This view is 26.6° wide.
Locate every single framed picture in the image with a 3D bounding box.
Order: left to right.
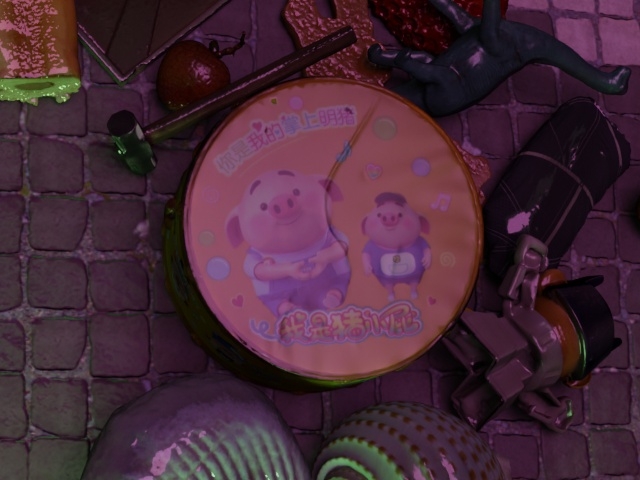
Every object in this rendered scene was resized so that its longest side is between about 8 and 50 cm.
[{"bbox_3d":[-0.253,-0.387,1.972,0.289,0.020,0.211,-43,93,-23],"label":"framed picture"}]

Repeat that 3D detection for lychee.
[{"bbox_3d":[-0.167,-0.236,1.914,0.140,0.114,0.101,-20,112,-6],"label":"lychee"}]

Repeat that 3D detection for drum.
[{"bbox_3d":[0.000,0.000,1.849,0.431,0.214,0.431,3,77,-15],"label":"drum"}]

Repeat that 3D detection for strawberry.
[{"bbox_3d":[0.182,-0.374,2.066,0.237,0.111,0.190,21,74,-12],"label":"strawberry"}]

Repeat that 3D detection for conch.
[{"bbox_3d":[0.148,0.365,1.830,0.319,0.215,0.302,-5,89,-19],"label":"conch"}]

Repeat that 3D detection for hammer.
[{"bbox_3d":[-0.117,-0.207,1.866,0.365,0.111,0.043,-27,63,-3],"label":"hammer"}]

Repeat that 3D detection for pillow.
[{"bbox_3d":[0.354,-0.070,2.061,0.161,0.092,0.335,42,69,-11],"label":"pillow"}]

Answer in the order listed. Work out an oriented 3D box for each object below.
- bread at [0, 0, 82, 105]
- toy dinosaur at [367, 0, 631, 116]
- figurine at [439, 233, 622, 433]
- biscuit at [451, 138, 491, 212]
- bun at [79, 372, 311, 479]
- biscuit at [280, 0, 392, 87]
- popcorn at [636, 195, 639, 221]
[{"bbox_3d":[-0.401,-0.278,1.861,0.134,0.085,0.173,-3,80,-15],"label":"bread"},{"bbox_3d":[0.243,-0.217,2.022,0.383,0.129,0.331,-43,117,8],"label":"toy dinosaur"},{"bbox_3d":[0.316,0.148,1.956,0.309,0.143,0.308,-18,123,-29],"label":"figurine"},{"bbox_3d":[0.186,-0.065,2.038,0.133,0.027,0.184,20,73,-12],"label":"biscuit"},{"bbox_3d":[-0.179,0.341,1.718,0.355,0.194,0.354,-8,103,-36],"label":"bun"},{"bbox_3d":[0.035,-0.274,2.033,0.144,0.040,0.236,-18,86,-14],"label":"biscuit"},{"bbox_3d":[0.659,-0.078,2.104,0.332,0.225,0.264,2,81,-6],"label":"popcorn"}]
